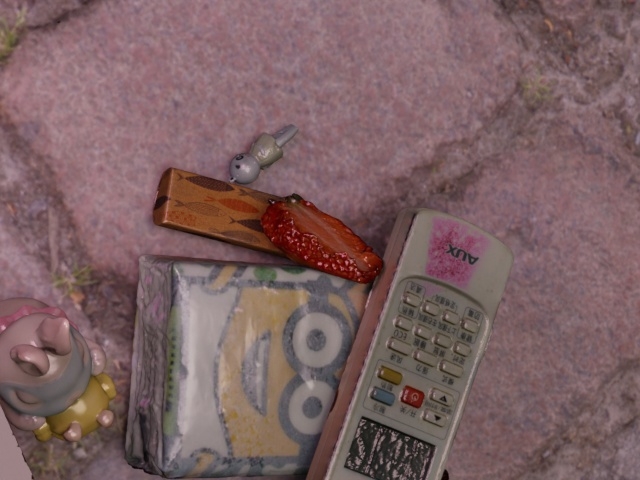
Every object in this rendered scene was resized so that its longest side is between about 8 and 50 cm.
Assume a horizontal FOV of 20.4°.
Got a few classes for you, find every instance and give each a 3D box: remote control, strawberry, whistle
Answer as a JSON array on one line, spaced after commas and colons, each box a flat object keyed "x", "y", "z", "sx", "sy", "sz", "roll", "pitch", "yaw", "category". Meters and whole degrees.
[{"x": 0.097, "y": 0.139, "z": 1.902, "sx": 0.145, "sy": 0.050, "sz": 0.344, "roll": 24, "pitch": 80, "yaw": -27, "category": "remote control"}, {"x": -0.002, "y": 0.003, "z": 1.904, "sx": 0.104, "sy": 0.152, "sz": 0.048, "roll": -5, "pitch": 132, "yaw": -54, "category": "strawberry"}, {"x": -0.064, "y": -0.095, "z": 1.956, "sx": 0.100, "sy": 0.035, "sz": 0.035, "roll": -41, "pitch": 109, "yaw": -19, "category": "whistle"}]

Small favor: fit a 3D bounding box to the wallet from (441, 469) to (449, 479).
[{"x": 0.039, "y": 0.322, "z": 2.004, "sx": 0.232, "sy": 0.031, "sz": 0.122, "roll": -15, "pitch": 130, "yaw": -22, "category": "wallet"}]

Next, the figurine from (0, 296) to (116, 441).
[{"x": -0.274, "y": 0.133, "z": 1.758, "sx": 0.127, "sy": 0.235, "sz": 0.155, "roll": -29, "pitch": 105, "yaw": -21, "category": "figurine"}]

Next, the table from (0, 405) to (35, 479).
[{"x": -0.375, "y": 0.259, "z": 1.712, "sx": 0.196, "sy": 0.250, "sz": 0.282, "roll": -26, "pitch": 102, "yaw": -19, "category": "table"}]

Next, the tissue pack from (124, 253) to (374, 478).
[{"x": -0.046, "y": 0.138, "z": 1.929, "sx": 0.311, "sy": 0.128, "sz": 0.228, "roll": 4, "pitch": 91, "yaw": -27, "category": "tissue pack"}]

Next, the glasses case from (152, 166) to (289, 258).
[{"x": -0.098, "y": -0.027, "z": 1.941, "sx": 0.170, "sy": 0.041, "sz": 0.064, "roll": 14, "pitch": 74, "yaw": -25, "category": "glasses case"}]
